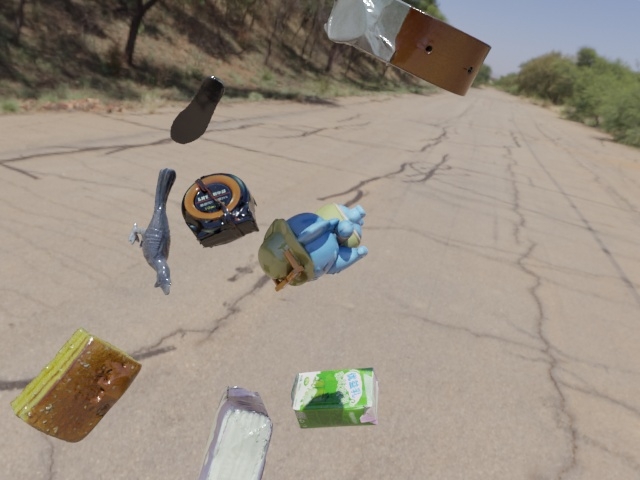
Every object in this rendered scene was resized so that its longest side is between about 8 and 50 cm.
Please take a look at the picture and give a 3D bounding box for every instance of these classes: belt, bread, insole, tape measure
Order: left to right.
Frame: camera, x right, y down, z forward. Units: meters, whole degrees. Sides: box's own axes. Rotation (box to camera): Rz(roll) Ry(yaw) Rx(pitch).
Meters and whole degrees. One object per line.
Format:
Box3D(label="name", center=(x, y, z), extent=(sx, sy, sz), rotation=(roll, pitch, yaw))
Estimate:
Box3D(label="bread", center=(-0.579, 0.355, 1.163), extent=(0.111, 0.184, 0.234), rotation=(22, 67, 40))
Box3D(label="insole", center=(-0.424, -0.439, 1.647), extent=(0.110, 0.309, 0.012), rotation=(28, 39, -21))
Box3D(label="tape measure", center=(-0.285, -0.086, 1.362), extent=(0.202, 0.135, 0.222), rotation=(-20, 57, -2))
Box3D(label="belt", center=(0.173, -0.420, 0.997), extent=(0.339, 0.122, 0.217), rotation=(32, 27, 13))

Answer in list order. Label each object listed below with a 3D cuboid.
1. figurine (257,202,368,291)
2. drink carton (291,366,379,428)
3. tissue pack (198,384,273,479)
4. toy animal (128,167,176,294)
Box3D(label="figurine", center=(-0.002, -0.003, 0.953), extent=(0.262, 0.153, 0.180), rotation=(-29, 18, -23))
Box3D(label="drink carton", center=(0.049, 0.509, 1.546), extent=(0.271, 0.108, 0.161), rotation=(-9, 33, 14))
Box3D(label="tissue pack", center=(-0.209, 0.491, 1.137), extent=(0.126, 0.242, 0.344), rotation=(16, -12, -10))
Box3D(label="toy animal", center=(-0.495, -0.016, 1.430), extent=(0.206, 0.366, 0.081), rotation=(-10, -13, 42))
